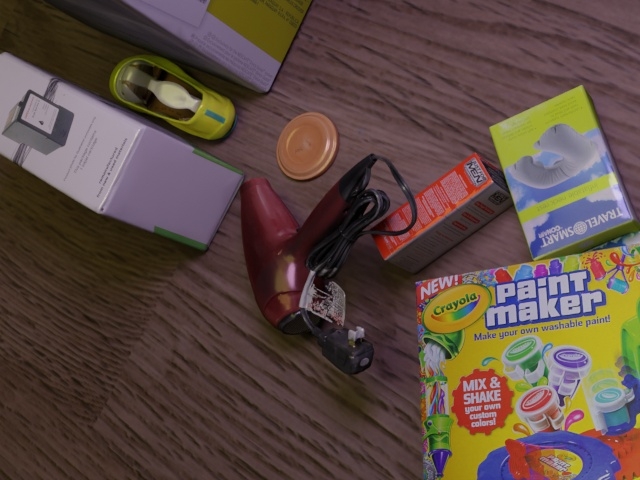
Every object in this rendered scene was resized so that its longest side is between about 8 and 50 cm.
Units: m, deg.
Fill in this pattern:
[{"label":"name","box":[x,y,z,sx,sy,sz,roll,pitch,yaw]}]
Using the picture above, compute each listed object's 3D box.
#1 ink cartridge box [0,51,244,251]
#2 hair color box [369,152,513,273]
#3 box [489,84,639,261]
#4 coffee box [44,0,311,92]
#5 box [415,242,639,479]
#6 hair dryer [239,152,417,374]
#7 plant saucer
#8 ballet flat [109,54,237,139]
[{"label":"ink cartridge box","box":[-0.261,-0.108,1.471,0.273,0.198,0.114,29,93,35]},{"label":"hair color box","box":[0.129,-0.026,1.279,0.141,0.072,0.043,-36,60,18]},{"label":"box","box":[0.247,-0.054,1.229,0.109,0.042,0.178,-24,64,20]},{"label":"coffee box","box":[-0.199,-0.420,1.438,0.338,0.338,0.334,25,89,34]},{"label":"box","box":[0.255,0.165,1.082,0.290,0.177,0.279,-12,69,29]},{"label":"hair dryer","box":[0.000,0.000,1.324,0.294,0.080,0.223,26,102,48]},{"label":"plant saucer","box":[-0.017,-0.111,1.431,0.084,0.013,0.083,-10,71,30]},{"label":"ballet flat","box":[-0.202,-0.190,1.531,0.231,0.077,0.077,27,95,35]}]
